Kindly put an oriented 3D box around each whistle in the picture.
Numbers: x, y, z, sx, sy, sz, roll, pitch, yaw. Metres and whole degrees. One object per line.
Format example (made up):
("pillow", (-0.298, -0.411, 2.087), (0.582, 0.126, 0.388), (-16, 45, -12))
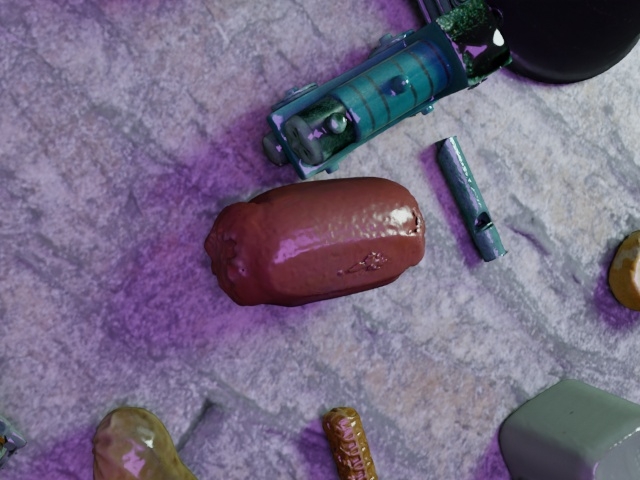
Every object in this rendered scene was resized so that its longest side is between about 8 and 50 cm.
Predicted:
("whistle", (0.214, -0.060, 0.949), (0.039, 0.039, 0.186), (-28, 98, -17))

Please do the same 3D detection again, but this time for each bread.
("bread", (0.044, 0.296, 0.885), (0.052, 0.044, 0.157), (-18, 95, -15))
("bread", (0.522, 0.039, 1.032), (0.122, 0.073, 0.149), (36, 79, -13))

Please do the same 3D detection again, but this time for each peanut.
("peanut", (-0.194, 0.302, 0.780), (0.103, 0.098, 0.230), (-23, 98, 24))

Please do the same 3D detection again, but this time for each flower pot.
("flower pot", (0.398, -0.424, 0.906), (0.378, 0.251, 0.380), (1, 88, -20))

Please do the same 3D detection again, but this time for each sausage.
("sausage", (0.000, 0.000, 0.820), (0.279, 0.152, 0.152), (-9, 92, -18))

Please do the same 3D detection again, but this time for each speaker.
("speaker", (0.430, 0.416, 0.939), (0.183, 0.184, 0.407), (-26, 97, -17))

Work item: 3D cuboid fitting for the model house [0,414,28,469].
("model house", (-0.429, 0.212, 0.638), (0.224, 0.215, 0.198), (40, 75, -14))

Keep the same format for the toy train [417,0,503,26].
("toy train", (0.178, -0.328, 0.907), (0.071, 0.111, 0.171), (-43, 112, -42))

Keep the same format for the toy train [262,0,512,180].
("toy train", (0.071, -0.181, 0.821), (0.298, 0.194, 0.120), (-33, 101, -15))
